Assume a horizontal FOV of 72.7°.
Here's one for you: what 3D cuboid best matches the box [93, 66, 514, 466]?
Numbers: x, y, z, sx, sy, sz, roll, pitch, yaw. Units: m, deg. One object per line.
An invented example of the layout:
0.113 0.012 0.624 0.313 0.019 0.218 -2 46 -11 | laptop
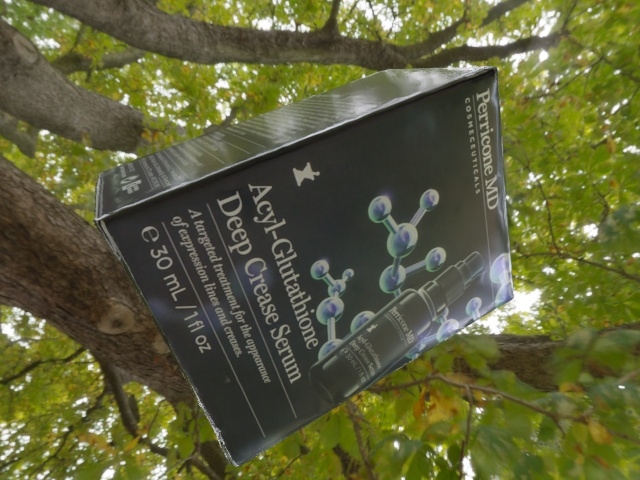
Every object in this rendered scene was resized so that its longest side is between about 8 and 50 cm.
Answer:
0.000 0.000 0.517 0.395 0.293 0.212 -26 -152 -17 | box
